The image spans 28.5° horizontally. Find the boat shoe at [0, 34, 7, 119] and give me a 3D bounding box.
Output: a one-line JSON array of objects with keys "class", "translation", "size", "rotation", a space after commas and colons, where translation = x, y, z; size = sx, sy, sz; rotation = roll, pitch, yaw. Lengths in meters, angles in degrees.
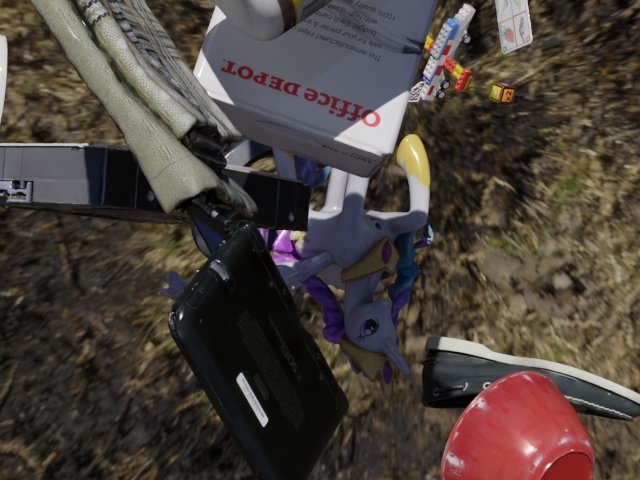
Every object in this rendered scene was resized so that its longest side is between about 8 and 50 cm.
[{"class": "boat shoe", "translation": [-0.493, -0.196, 1.791], "size": [0.081, 0.079, 0.227], "rotation": [10, 68, -17]}]

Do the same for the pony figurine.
[{"class": "pony figurine", "translation": [0.000, 0.000, 1.637], "size": [0.351, 0.303, 0.363], "rotation": [10, 101, 47]}]

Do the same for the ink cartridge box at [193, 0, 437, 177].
[{"class": "ink cartridge box", "translation": [0.002, -0.192, 1.061], "size": [0.172, 0.100, 0.237], "rotation": [18, 77, -6]}]

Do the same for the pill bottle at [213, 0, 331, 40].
[{"class": "pill bottle", "translation": [0.012, -0.241, 0.878], "size": [0.215, 0.117, 0.117], "rotation": [-36, 93, -11]}]

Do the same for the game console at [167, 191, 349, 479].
[{"class": "game console", "translation": [-0.043, 0.051, 0.617], "size": [0.071, 0.107, 0.122], "rotation": [-5, 125, 35]}]

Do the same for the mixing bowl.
[{"class": "mixing bowl", "translation": [0.232, 0.245, 1.375], "size": [0.181, 0.098, 0.181], "rotation": [-16, 119, -31]}]

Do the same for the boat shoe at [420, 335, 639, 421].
[{"class": "boat shoe", "translation": [0.271, 0.214, 1.689], "size": [0.340, 0.127, 0.113], "rotation": [12, 77, 36]}]

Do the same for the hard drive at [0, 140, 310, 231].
[{"class": "hard drive", "translation": [-0.198, -0.054, 1.321], "size": [0.237, 0.339, 0.064], "rotation": [3, 89, 34]}]

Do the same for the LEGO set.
[{"class": "LEGO set", "translation": [0.162, -0.265, 1.469], "size": [0.060, 0.182, 0.244], "rotation": [-1, 80, -36]}]

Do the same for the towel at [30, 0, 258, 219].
[{"class": "towel", "translation": [-0.136, -0.150, 0.775], "size": [0.056, 0.312, 0.324], "rotation": [-32, 90, 0]}]

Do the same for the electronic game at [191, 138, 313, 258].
[{"class": "electronic game", "translation": [-0.097, -0.063, 1.880], "size": [0.048, 0.229, 0.229], "rotation": [36, 100, 37]}]
